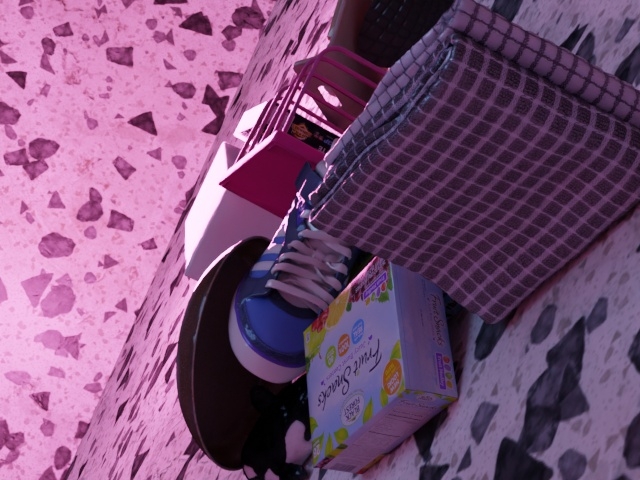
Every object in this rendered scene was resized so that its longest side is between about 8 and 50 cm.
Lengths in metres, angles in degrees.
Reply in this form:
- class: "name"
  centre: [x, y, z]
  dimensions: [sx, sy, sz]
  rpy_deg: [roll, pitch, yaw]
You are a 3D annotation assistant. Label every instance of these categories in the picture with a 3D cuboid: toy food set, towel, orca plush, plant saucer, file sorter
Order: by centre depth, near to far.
- class: "towel"
  centre: [0.144, -0.060, 1.206]
  dimensions: [0.284, 0.235, 0.121]
  rpy_deg: [-50, 25, 45]
- class: "orca plush"
  centre: [-0.043, 0.220, 1.647]
  dimensions: [0.287, 0.102, 0.151]
  rpy_deg: [-43, 24, 55]
- class: "plant saucer"
  centre: [-0.113, 0.147, 1.745]
  dimensions: [0.310, 0.050, 0.311]
  rpy_deg: [5, -90, -66]
- class: "file sorter"
  centre: [0.010, -0.140, 1.933]
  dimensions: [0.182, 0.202, 0.290]
  rpy_deg: [-66, 13, -17]
- class: "toy food set"
  centre: [0.044, -0.360, 2.161]
  dimensions: [0.220, 0.092, 0.306]
  rpy_deg: [51, -130, -58]

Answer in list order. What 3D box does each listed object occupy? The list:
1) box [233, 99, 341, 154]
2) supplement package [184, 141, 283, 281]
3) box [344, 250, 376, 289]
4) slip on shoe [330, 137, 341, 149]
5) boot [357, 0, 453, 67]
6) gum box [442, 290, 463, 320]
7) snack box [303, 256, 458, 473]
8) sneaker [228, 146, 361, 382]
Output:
- class: "box"
  centre: [-0.043, -0.168, 2.243]
  dimensions: [0.051, 0.175, 0.220]
  rpy_deg: [-64, 14, -7]
- class: "supplement package"
  centre: [-0.118, -0.027, 2.237]
  dimensions: [0.175, 0.177, 0.293]
  rpy_deg: [-63, 13, 14]
- class: "box"
  centre: [0.049, 0.050, 1.764]
  dimensions: [0.179, 0.043, 0.105]
  rpy_deg: [-55, 15, 22]
- class: "slip on shoe"
  centre: [0.031, -0.096, 2.116]
  dimensions: [0.051, 0.041, 0.135]
  rpy_deg: [24, -102, -69]
- class: "boot"
  centre: [0.169, -0.431, 2.151]
  dimensions: [0.338, 0.118, 0.223]
  rpy_deg: [-58, 6, 5]
- class: "gum box"
  centre: [0.153, -0.001, 1.465]
  dimensions: [0.157, 0.041, 0.184]
  rpy_deg: [-47, 21, 49]
- class: "snack box"
  centre: [0.059, 0.131, 1.415]
  dimensions: [0.207, 0.070, 0.175]
  rpy_deg: [131, 143, -49]
- class: "sneaker"
  centre: [0.001, 0.000, 1.637]
  dimensions: [0.236, 0.130, 0.323]
  rpy_deg: [-60, 3, 36]
